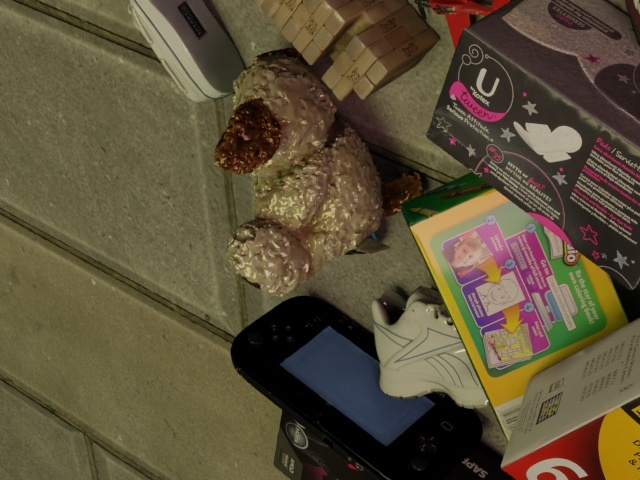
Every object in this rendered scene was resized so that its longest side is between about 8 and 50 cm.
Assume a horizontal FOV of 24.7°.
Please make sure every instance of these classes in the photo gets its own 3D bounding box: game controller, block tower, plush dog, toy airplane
[{"bbox_3d":[0.043,0.186,1.807,0.319,0.166,0.067,36,146,23],"label":"game controller"},{"bbox_3d":[-0.029,-0.300,1.545,0.335,0.097,0.091,51,144,5],"label":"block tower"},{"bbox_3d":[-0.022,-0.100,1.631,0.211,0.262,0.225,-20,117,20],"label":"plush dog"},{"bbox_3d":[0.151,-0.230,1.456,0.151,0.028,0.151,29,137,31],"label":"toy airplane"}]

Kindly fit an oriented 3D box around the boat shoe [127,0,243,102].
[{"bbox_3d":[-0.193,-0.277,1.747,0.084,0.095,0.258,-15,107,48],"label":"boat shoe"}]

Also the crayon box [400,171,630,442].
[{"bbox_3d":[0.215,0.059,1.502,0.081,0.165,0.278,-105,-10,-75],"label":"crayon box"}]

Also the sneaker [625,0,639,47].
[{"bbox_3d":[0.309,-0.180,1.185,0.106,0.281,0.162,-19,124,9],"label":"sneaker"}]

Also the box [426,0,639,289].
[{"bbox_3d":[0.252,-0.107,1.330,0.247,0.163,0.142,39,140,20],"label":"box"}]

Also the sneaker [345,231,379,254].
[{"bbox_3d":[0.000,0.000,1.776,0.188,0.078,0.067,-3,117,49],"label":"sneaker"}]

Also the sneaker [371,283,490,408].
[{"bbox_3d":[0.156,0.116,1.680,0.297,0.111,0.129,-6,109,49],"label":"sneaker"}]

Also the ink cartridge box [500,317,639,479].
[{"bbox_3d":[0.381,0.214,1.380,0.309,0.130,0.272,39,135,-12],"label":"ink cartridge box"}]

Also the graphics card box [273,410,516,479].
[{"bbox_3d":[0.109,0.310,1.903,0.371,0.094,0.232,37,142,23],"label":"graphics card box"}]
